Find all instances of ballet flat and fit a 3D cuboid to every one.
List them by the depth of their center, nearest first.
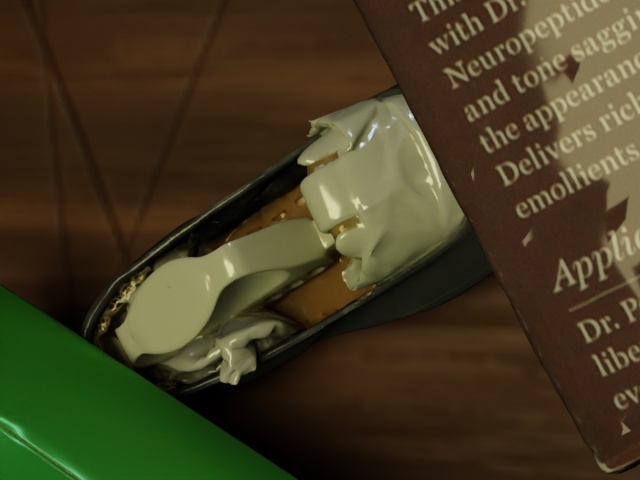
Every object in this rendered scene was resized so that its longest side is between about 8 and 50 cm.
[{"bbox_3d":[0.000,0.000,0.604,0.203,0.074,0.074,-31,78,25],"label":"ballet flat"}]

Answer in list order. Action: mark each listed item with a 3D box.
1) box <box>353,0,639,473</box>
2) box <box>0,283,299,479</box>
[{"bbox_3d":[0.115,-0.079,0.472,0.168,0.167,0.203,-28,86,25],"label":"box"},{"bbox_3d":[-0.090,0.172,0.597,0.262,0.127,0.231,30,123,23],"label":"box"}]
